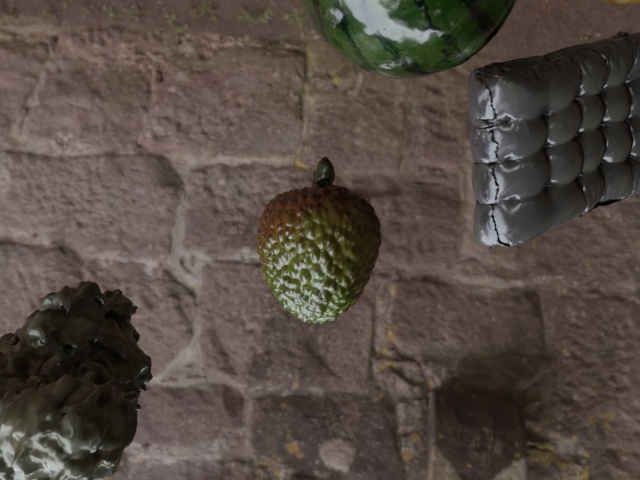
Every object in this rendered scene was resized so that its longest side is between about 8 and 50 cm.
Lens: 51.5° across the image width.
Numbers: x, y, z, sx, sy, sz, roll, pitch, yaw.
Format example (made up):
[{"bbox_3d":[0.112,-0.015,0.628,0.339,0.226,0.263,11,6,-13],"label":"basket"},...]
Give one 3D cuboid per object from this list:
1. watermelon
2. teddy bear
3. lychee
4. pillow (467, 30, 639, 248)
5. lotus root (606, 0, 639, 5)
[{"bbox_3d":[0.080,-0.227,0.560,0.188,0.188,0.214,-2,165,32],"label":"watermelon"},{"bbox_3d":[-0.280,0.188,0.764,0.224,0.357,0.367,21,-151,3],"label":"teddy bear"},{"bbox_3d":[0.000,0.000,0.589,0.114,0.146,0.114,1,167,0],"label":"lychee"},{"bbox_3d":[0.323,-0.133,0.848,0.326,0.228,0.101,-22,-155,-29],"label":"pillow"},{"bbox_3d":[0.276,-0.376,0.666,0.193,0.291,0.193,-10,156,-4],"label":"lotus root"}]
